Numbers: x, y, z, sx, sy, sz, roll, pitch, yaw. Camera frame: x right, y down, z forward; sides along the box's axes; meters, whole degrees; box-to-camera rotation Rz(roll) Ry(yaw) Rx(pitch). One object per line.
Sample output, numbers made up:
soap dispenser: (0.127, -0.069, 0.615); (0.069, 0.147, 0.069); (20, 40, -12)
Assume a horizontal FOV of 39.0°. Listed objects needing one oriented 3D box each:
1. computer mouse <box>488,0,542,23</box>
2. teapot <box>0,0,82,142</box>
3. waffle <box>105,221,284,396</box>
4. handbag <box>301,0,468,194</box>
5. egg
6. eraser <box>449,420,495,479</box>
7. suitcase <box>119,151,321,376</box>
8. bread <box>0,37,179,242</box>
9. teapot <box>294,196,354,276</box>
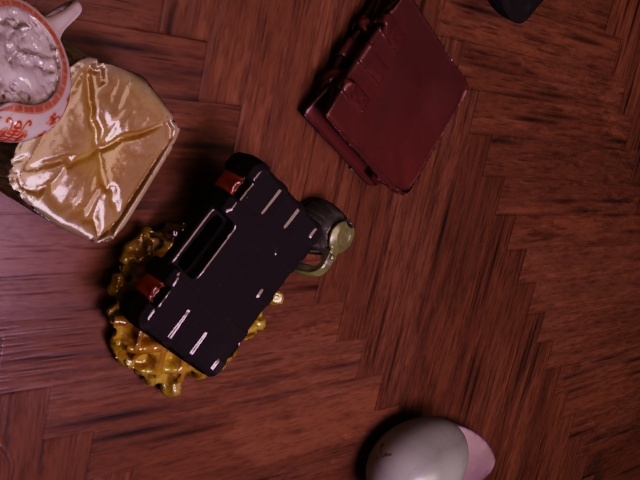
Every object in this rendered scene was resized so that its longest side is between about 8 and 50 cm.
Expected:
computer mouse: (0.360, -0.512, 1.619); (0.269, 0.100, 0.170); (-48, 139, -26)
teapot: (-0.328, -0.189, 0.947); (0.159, 0.116, 0.245); (44, 44, -25)
waffle: (-0.180, 0.080, 1.360); (0.312, 0.060, 0.307); (-40, 135, -27)
handbag: (0.116, -0.240, 1.505); (0.275, 0.084, 0.260); (39, 79, -48)
egg: (0.202, 0.454, 1.842); (0.264, 0.183, 0.182); (-26, 125, -46)
eraser: (0.313, 0.509, 2.075); (0.243, 0.059, 0.204); (14, 97, -45)
suitcase: (-0.135, 0.038, 1.291); (0.285, 0.066, 0.206); (-54, 139, -10)
bread: (-0.296, -0.122, 1.103); (0.192, 0.110, 0.209); (35, 78, -46)
teapot: (0.007, -0.001, 1.493); (0.092, 0.091, 0.124); (-2, 109, -44)
